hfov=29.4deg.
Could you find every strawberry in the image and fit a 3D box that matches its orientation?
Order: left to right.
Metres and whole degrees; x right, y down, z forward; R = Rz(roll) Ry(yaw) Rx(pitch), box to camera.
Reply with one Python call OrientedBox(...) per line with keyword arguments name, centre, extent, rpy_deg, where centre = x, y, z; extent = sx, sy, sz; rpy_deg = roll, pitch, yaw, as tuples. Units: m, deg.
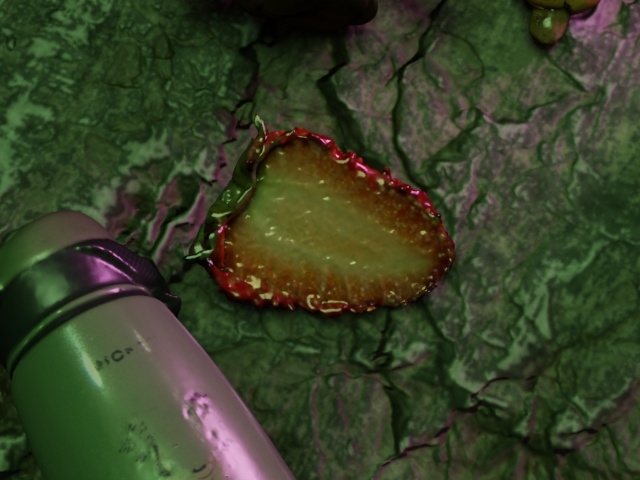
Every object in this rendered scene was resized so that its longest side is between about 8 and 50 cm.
OrientedBox(name="strawberry", centre=(-0.002, -0.002, 1.051), extent=(0.208, 0.087, 0.167), rpy_deg=(31, 94, -13))

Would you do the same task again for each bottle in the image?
OrientedBox(name="bottle", centre=(-0.154, 0.130, 0.962), extent=(0.168, 0.168, 0.347), rpy_deg=(-32, 67, -8))

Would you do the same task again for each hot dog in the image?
OrientedBox(name="hot dog", centre=(0.225, -0.249, 1.132), extent=(0.090, 0.060, 0.140), rpy_deg=(-1, 62, 5))

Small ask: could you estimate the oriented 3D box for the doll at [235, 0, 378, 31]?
OrientedBox(name="doll", centre=(-0.014, -0.354, 1.123), extent=(0.318, 0.209, 0.339), rpy_deg=(-16, 65, 32))
